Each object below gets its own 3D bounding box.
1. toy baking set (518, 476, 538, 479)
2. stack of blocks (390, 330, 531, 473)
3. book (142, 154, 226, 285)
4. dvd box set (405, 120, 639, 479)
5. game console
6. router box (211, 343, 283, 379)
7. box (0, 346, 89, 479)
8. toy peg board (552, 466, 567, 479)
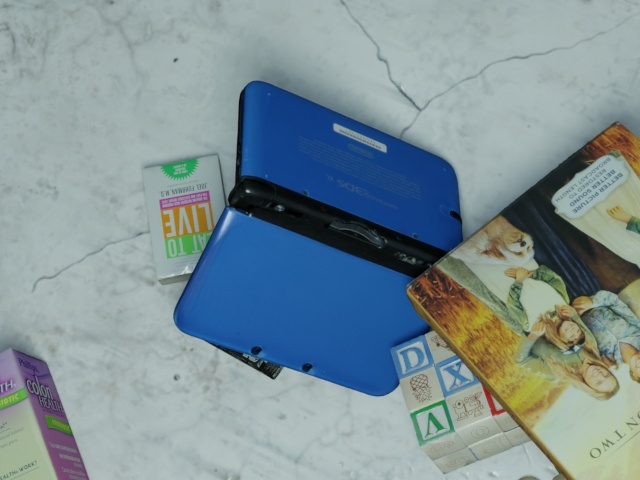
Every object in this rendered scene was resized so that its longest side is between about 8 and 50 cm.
[{"bbox_3d":[0.297,0.352,1.486,0.197,0.030,0.256,-18,68,11],"label":"toy baking set"},{"bbox_3d":[0.244,0.148,1.474,0.297,0.087,0.171,-23,53,10],"label":"stack of blocks"},{"bbox_3d":[-0.160,-0.026,1.663,0.096,0.035,0.144,-11,73,3],"label":"book"},{"bbox_3d":[0.322,0.098,1.373,0.308,0.062,0.420,-38,52,-3],"label":"dvd box set"},{"bbox_3d":[0.000,0.000,1.545,0.293,0.173,0.250,21,47,-25],"label":"game console"},{"bbox_3d":[-0.103,0.112,1.583,0.122,0.092,0.038,28,82,16],"label":"router box"},{"bbox_3d":[-0.393,0.283,1.580,0.214,0.117,0.243,-25,74,3],"label":"box"},{"bbox_3d":[0.327,0.270,1.418,0.161,0.079,0.161,-23,111,-3],"label":"toy peg board"}]
